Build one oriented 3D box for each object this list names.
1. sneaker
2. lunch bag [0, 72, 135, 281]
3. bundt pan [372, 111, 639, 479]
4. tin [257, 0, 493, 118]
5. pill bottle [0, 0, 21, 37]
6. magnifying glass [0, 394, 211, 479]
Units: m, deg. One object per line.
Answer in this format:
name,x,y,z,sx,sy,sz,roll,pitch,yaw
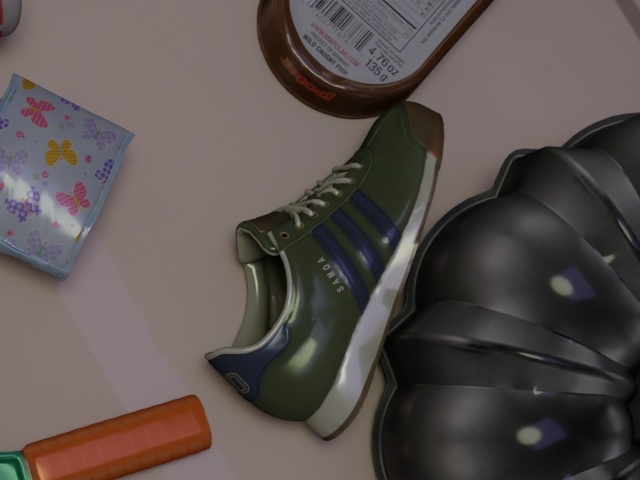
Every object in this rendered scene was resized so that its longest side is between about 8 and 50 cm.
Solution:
sneaker,0.000,0.000,0.708,0.086,0.064,0.192,24,71,-16
lunch bag,-0.143,-0.028,0.677,0.071,0.053,0.083,25,58,-12
bundt pan,0.189,0.082,0.659,0.330,0.124,0.331,0,81,1
tin,0.044,-0.152,0.787,0.106,0.040,0.190,43,66,-7
pill bottle,-0.234,-0.124,0.655,0.160,0.087,0.087,-19,81,-23
magnifying glass,-0.163,0.119,0.643,0.231,0.026,0.092,-15,79,-20
